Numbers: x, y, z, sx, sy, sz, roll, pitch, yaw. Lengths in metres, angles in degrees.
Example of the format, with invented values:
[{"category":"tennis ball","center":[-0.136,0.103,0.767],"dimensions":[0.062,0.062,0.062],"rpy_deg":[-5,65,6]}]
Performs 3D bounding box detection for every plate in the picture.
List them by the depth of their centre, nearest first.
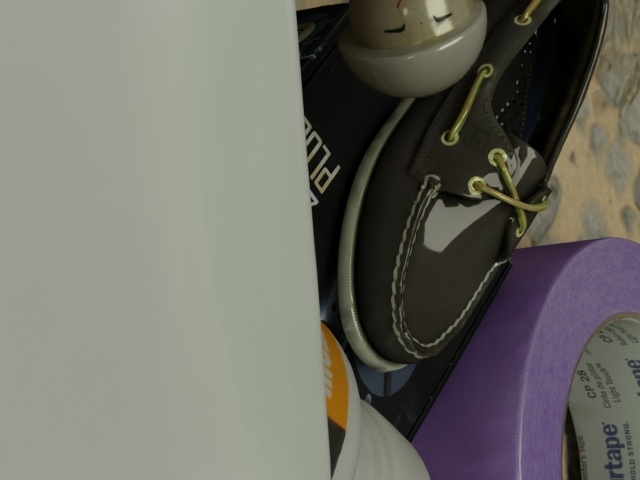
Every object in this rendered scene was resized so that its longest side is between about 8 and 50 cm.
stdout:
[{"category":"plate","center":[-0.106,0.028,0.325],"dimensions":[0.277,0.045,0.278],"rpy_deg":[-29,125,-42]}]

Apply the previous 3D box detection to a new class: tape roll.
[{"category":"tape roll","center":[0.147,0.138,0.786],"dimensions":[0.274,0.090,0.275],"rpy_deg":[15,71,-51]}]

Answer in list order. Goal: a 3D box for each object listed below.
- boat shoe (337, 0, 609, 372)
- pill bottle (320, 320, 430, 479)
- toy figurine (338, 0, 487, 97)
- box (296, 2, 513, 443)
[{"category":"boat shoe","center":[0.076,-0.042,0.643],"dimensions":[0.081,0.068,0.228],"rpy_deg":[43,59,-37]},{"category":"pill bottle","center":[-0.084,0.059,0.518],"dimensions":[0.278,0.162,0.162],"rpy_deg":[43,60,-35]},{"category":"toy figurine","center":[0.011,-0.163,0.593],"dimensions":[0.213,0.209,0.148],"rpy_deg":[-46,130,-39]},{"category":"box","center":[0.000,0.000,0.670],"dimensions":[0.147,0.077,0.180],"rpy_deg":[-55,125,-31]}]
